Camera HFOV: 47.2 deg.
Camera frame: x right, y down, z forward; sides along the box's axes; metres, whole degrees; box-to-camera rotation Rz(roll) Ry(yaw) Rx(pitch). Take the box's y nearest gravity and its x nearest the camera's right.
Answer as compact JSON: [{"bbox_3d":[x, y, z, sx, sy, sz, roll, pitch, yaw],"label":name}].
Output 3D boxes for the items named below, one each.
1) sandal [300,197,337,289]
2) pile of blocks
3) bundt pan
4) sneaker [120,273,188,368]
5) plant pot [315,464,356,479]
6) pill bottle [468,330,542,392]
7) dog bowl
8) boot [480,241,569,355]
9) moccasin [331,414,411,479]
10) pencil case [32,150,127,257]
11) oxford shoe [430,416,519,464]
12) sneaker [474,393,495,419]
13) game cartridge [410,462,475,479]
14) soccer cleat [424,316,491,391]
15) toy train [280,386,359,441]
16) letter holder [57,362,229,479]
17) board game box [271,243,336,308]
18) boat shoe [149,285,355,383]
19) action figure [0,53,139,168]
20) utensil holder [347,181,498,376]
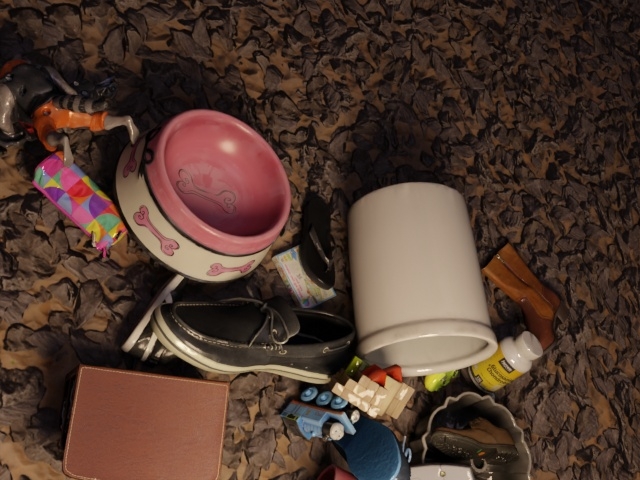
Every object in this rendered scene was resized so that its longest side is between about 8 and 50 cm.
[{"bbox_3d":[-0.001,-0.001,1.811,0.097,0.054,0.254,19,54,-37],"label":"sandal"},{"bbox_3d":[0.119,0.312,1.646,0.149,0.362,0.112,31,86,21],"label":"pile of blocks"},{"bbox_3d":[0.348,0.541,1.785,0.331,0.124,0.330,11,67,-26],"label":"bundt pan"},{"bbox_3d":[-0.323,0.178,1.588,0.121,0.079,0.217,39,66,-14],"label":"sneaker"},{"bbox_3d":[0.060,0.604,1.540,0.180,0.201,0.201,29,59,-4],"label":"plant pot"},{"bbox_3d":[0.480,0.312,1.898,0.103,0.184,0.103,28,38,-24],"label":"pill bottle"},{"bbox_3d":[-0.243,-0.117,1.642,0.408,0.150,0.407,22,52,-31],"label":"dog bowl"},{"bbox_3d":[0.561,0.171,2.061,0.280,0.096,0.264,47,57,-4],"label":"boot"},{"bbox_3d":[0.124,0.455,1.572,0.138,0.342,0.117,-43,105,-4],"label":"moccasin"},{"bbox_3d":[-0.509,-0.080,1.567,0.236,0.104,0.104,47,57,-4],"label":"pencil case"},{"bbox_3d":[0.351,0.459,1.709,0.227,0.083,0.096,17,45,-23],"label":"oxford shoe"},{"bbox_3d":[0.413,0.420,1.917,0.069,0.038,0.098,44,56,-8],"label":"sneaker"},{"bbox_3d":[0.210,0.603,1.624,0.297,0.062,0.198,-17,73,12],"label":"game cartridge"},{"bbox_3d":[0.337,0.273,1.920,0.121,0.093,0.289,30,59,20],"label":"soccer cleat"},{"bbox_3d":[0.002,0.391,1.622,0.105,0.184,0.080,-48,123,-32],"label":"toy train"},{"bbox_3d":[-0.353,0.377,1.447,0.302,0.152,0.214,12,68,-25],"label":"letter holder"},{"bbox_3d":[-0.040,0.090,1.801,0.103,0.026,0.154,-24,84,-34],"label":"board game box"},{"bbox_3d":[-0.127,0.191,1.569,0.500,0.156,0.187,17,26,-36],"label":"boat shoe"},{"bbox_3d":[-0.543,-0.308,1.567,0.330,0.178,0.341,32,50,19],"label":"action figure"},{"bbox_3d":[0.231,0.098,1.760,0.328,0.327,0.385,10,61,-26],"label":"utensil holder"}]
